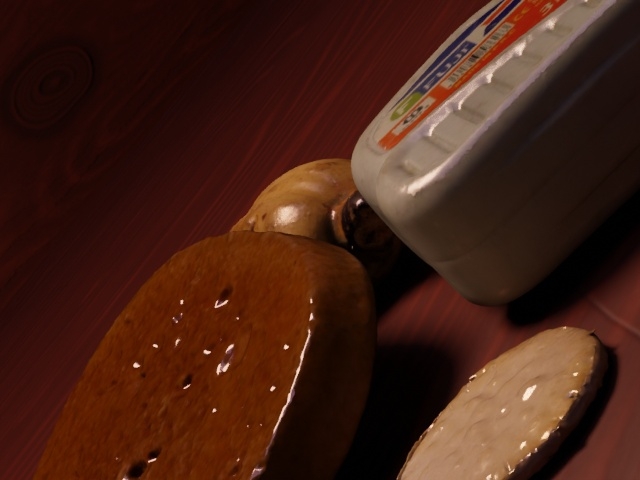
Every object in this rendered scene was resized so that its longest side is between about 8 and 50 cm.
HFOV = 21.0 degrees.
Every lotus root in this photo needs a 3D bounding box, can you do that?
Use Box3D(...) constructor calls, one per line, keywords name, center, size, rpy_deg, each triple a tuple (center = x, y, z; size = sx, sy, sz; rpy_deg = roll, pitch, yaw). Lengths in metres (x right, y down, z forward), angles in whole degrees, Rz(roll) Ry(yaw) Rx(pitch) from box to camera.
Box3D(name="lotus root", center=(0.000, 0.000, 1.321), size=(0.221, 0.118, 0.125), rpy_deg=(-27, 37, 52))

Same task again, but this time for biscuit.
Box3D(name="biscuit", center=(-0.095, 0.152, 1.178), size=(0.350, 0.070, 0.394), rpy_deg=(-63, 23, -7))
Box3D(name="biscuit", center=(0.095, 0.100, 0.936), size=(0.152, 0.020, 0.152), rpy_deg=(-42, 14, 13))

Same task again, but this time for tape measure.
Box3D(name="tape measure", center=(0.146, -0.078, 1.102), size=(0.243, 0.125, 0.246), rpy_deg=(-43, 15, 0))
